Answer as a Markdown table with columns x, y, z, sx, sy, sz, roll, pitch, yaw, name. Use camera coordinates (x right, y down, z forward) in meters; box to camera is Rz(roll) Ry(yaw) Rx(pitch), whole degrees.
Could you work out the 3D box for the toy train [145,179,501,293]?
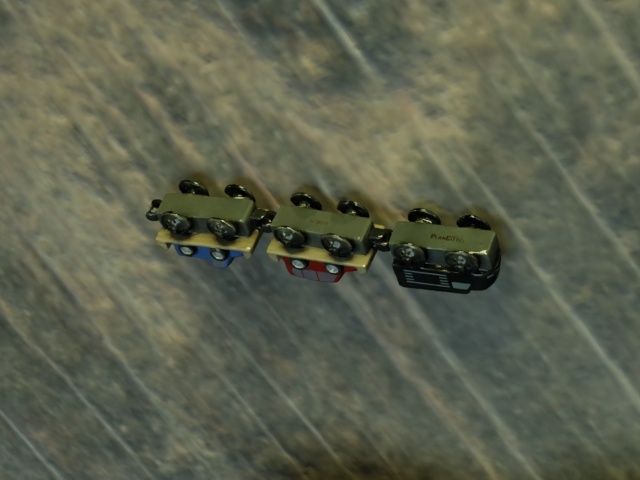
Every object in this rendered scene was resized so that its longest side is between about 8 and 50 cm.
| x | y | z | sx | sy | sz | roll | pitch | yaw | name |
| --- | --- | --- | --- | --- | --- | --- | --- | --- | --- |
| 0.000 | 0.000 | 0.779 | 0.158 | 0.027 | 0.036 | 8 | 144 | 24 | toy train |
